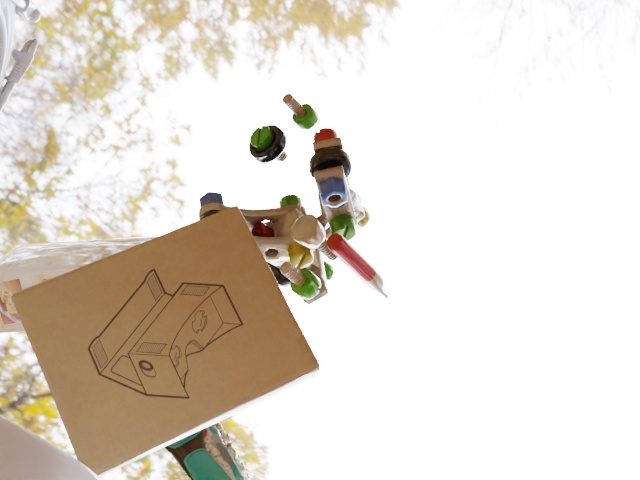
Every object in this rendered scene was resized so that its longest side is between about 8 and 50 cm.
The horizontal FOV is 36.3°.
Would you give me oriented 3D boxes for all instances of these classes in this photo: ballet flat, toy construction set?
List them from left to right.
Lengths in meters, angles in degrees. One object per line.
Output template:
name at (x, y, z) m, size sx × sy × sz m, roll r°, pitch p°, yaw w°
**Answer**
ballet flat at (-0.168, 0.267, 1.328) m, size 0.091 × 0.077 × 0.241 m, roll -25°, pitch -86°, yaw 3°
toy construction set at (0.000, 0.000, 1.392) m, size 0.257 × 0.237 × 0.309 m, roll -45°, pitch -138°, yaw 2°

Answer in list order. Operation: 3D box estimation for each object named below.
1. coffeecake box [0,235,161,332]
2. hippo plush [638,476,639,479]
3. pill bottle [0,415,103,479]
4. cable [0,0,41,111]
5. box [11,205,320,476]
coffeecake box at (-0.243, 0.043, 1.034) m, size 0.185 × 0.142 × 0.068 m, roll -4°, pitch -79°, yaw 2°
hippo plush at (0.380, 0.405, 1.047) m, size 0.236 × 0.234 × 0.294 m, roll -36°, pitch -148°, yaw 3°
pill bottle at (-0.251, 0.270, 0.418) m, size 0.228 × 0.229 × 0.408 m, roll 10°, pitch -123°, yaw 21°
cable at (-0.344, -0.138, 0.799) m, size 0.089 × 0.257 × 0.257 m, roll 25°, pitch -103°, yaw 3°
box at (-0.123, 0.077, 0.787) m, size 0.201 × 0.021 × 0.164 m, roll -23°, pitch -112°, yaw -16°
